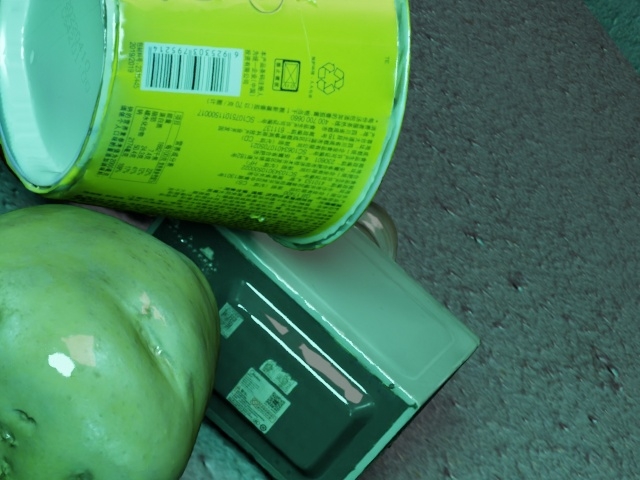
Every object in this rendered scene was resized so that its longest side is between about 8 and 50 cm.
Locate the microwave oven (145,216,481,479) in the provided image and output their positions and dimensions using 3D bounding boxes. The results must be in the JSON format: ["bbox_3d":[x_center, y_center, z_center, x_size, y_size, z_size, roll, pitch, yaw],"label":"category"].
[{"bbox_3d":[-0.035,0.085,1.880,0.295,0.181,0.237,43,25,6],"label":"microwave oven"}]

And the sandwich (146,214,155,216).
[{"bbox_3d":[-0.218,-0.153,2.134,0.155,0.227,0.198,24,-8,-29],"label":"sandwich"}]

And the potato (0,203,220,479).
[{"bbox_3d":[-0.200,0.092,1.568,0.243,0.221,0.326,30,23,-12],"label":"potato"}]

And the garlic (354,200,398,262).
[{"bbox_3d":[0.000,0.000,2.182,0.194,0.127,0.131,27,22,21],"label":"garlic"}]

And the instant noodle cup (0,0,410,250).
[{"bbox_3d":[-0.113,-0.153,1.650,0.254,0.325,0.325,1,42,-30],"label":"instant noodle cup"}]

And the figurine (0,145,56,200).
[{"bbox_3d":[-0.291,-0.194,1.885,0.211,0.269,0.261,16,-4,1],"label":"figurine"}]
